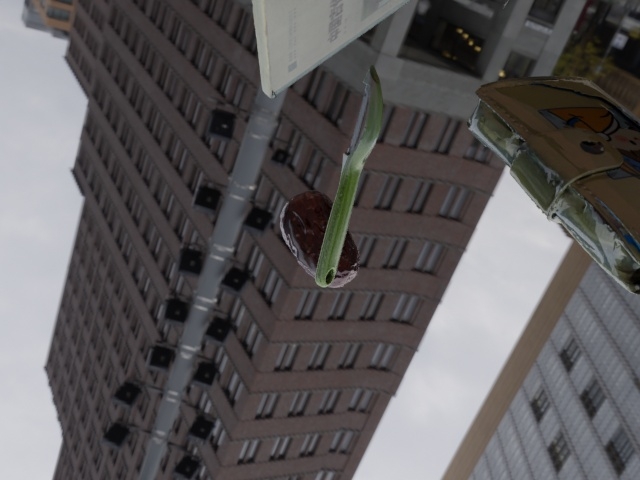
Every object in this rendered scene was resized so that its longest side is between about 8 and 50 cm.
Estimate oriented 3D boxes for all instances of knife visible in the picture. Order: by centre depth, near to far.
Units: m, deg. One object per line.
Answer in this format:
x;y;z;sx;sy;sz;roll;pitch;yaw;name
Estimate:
0.023;-0.044;0.576;0.022;0.184;0.026;-6;-151;-41;knife

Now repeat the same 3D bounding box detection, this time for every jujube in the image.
0.000;0.000;0.897;0.077;0.077;0.129;-5;-123;-45;jujube

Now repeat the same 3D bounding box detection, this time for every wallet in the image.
0.161;-0.039;0.404;0.110;0.039;0.155;-6;-137;-27;wallet

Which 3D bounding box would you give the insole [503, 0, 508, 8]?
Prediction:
0.192;-0.250;0.665;0.004;0.064;0.188;34;-143;2;insole

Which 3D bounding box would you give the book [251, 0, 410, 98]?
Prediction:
0.045;-0.287;0.748;0.283;0.215;0.025;-40;-111;-18;book
